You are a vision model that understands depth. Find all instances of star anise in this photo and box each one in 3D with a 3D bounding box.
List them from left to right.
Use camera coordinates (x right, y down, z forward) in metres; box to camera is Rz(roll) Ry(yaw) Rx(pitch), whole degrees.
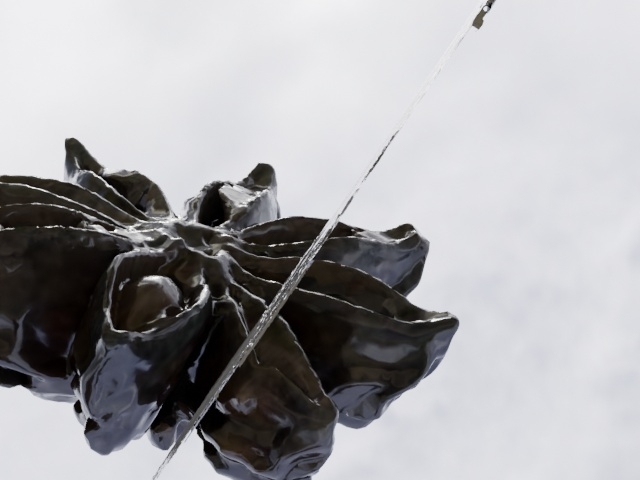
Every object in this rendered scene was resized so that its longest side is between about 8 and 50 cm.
[{"bbox_3d":[-0.065,0.036,0.830,0.223,0.109,0.236,14,-162,-11],"label":"star anise"}]

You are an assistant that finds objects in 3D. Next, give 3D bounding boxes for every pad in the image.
[{"bbox_3d":[0.000,0.000,0.623,0.004,0.156,0.232,34,-67,-1],"label":"pad"}]
